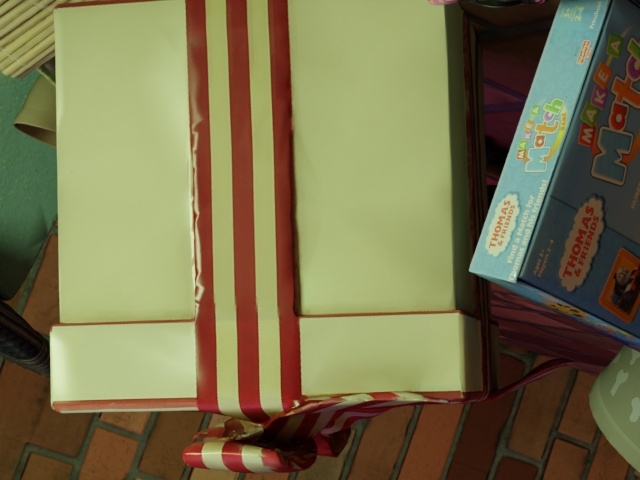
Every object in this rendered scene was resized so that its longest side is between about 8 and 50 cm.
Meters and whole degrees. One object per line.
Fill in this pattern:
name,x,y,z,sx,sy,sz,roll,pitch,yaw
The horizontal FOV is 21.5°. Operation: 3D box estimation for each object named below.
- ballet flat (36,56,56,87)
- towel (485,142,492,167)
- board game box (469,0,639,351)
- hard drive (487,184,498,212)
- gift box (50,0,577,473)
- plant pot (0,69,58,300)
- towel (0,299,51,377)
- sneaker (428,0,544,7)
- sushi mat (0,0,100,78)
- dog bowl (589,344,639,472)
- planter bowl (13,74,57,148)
ballet flat,-0.179,-0.168,1.114,0.349,0.123,0.123,23,174,-37
towel,0.082,-0.083,1.373,0.119,0.029,0.067,20,175,1
board game box,0.182,-0.024,0.918,0.211,0.160,0.039,25,172,-42
hard drive,0.241,0.007,1.374,0.237,0.064,0.339,13,179,-23
gift box,0.000,0.000,0.968,0.276,0.258,0.255,-2,176,16
plant pot,-0.391,-0.120,1.628,0.252,0.247,0.248,34,167,-35
towel,-0.417,0.015,1.610,0.324,0.056,0.312,24,167,20
sneaker,0.093,-0.131,0.814,0.057,0.047,0.119,14,-177,-15
sushi mat,-0.153,-0.165,0.907,0.151,0.019,0.316,21,155,-32
dog bowl,0.446,0.179,1.668,0.349,0.102,0.349,19,-157,-8
planter bowl,-0.171,-0.121,1.457,0.162,0.109,0.162,19,175,2
